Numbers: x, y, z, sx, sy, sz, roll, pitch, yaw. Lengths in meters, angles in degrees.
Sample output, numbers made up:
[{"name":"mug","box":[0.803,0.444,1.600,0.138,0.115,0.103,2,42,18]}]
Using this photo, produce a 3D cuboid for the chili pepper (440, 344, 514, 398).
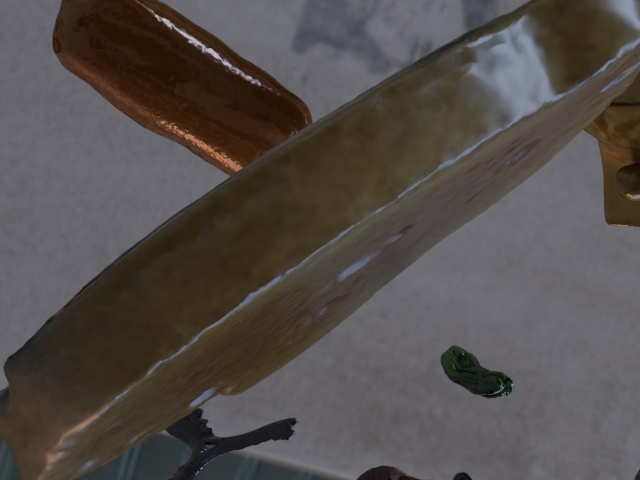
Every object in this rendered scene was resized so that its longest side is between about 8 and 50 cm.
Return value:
[{"name":"chili pepper","box":[0.145,0.126,1.337,0.091,0.034,0.030,30,-68,50]}]

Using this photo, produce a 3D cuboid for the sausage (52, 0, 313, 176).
[{"name":"sausage","box":[-0.118,-0.133,1.175,0.098,0.238,0.098,-48,-158,27]}]

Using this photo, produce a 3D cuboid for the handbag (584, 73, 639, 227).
[{"name":"handbag","box":[0.323,-0.172,1.140,0.133,0.283,0.401,-48,133,-38]}]

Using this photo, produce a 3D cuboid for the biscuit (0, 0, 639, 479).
[{"name":"biscuit","box":[-0.001,-0.002,0.647,0.344,0.057,0.287,-33,171,-19]}]

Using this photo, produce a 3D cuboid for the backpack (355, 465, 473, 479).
[{"name":"backpack","box":[0.070,0.317,1.252,0.229,0.139,0.229,-168,-90,-86]}]

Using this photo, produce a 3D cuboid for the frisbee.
[{"name":"frisbee","box":[-0.115,0.235,1.631,0.211,0.187,0.012,-88,160,-68]}]

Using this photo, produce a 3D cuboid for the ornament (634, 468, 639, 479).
[{"name":"ornament","box":[0.361,0.293,1.200,0.230,0.245,0.061,-58,160,-6]}]
